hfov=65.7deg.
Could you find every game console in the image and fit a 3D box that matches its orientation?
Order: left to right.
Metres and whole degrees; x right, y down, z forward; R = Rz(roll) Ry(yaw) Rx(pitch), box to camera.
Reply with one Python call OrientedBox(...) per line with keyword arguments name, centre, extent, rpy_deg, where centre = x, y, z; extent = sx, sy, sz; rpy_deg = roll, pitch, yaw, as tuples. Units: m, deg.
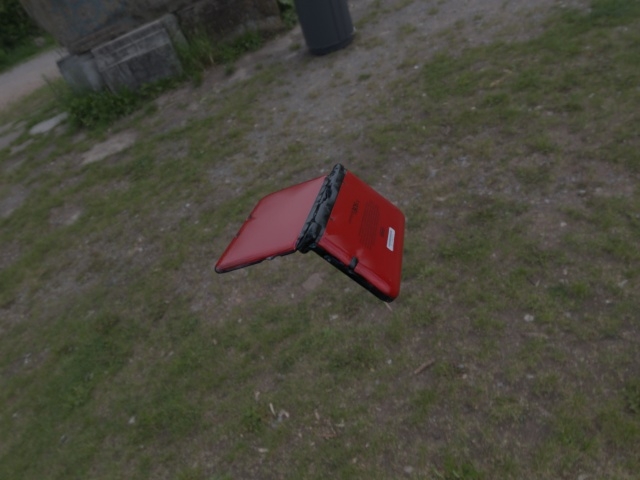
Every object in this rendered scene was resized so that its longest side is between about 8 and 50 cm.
OrientedBox(name="game console", centre=(0.000, 0.000, 0.429), extent=(0.085, 0.124, 0.144), rpy_deg=(-49, 11, 30))
